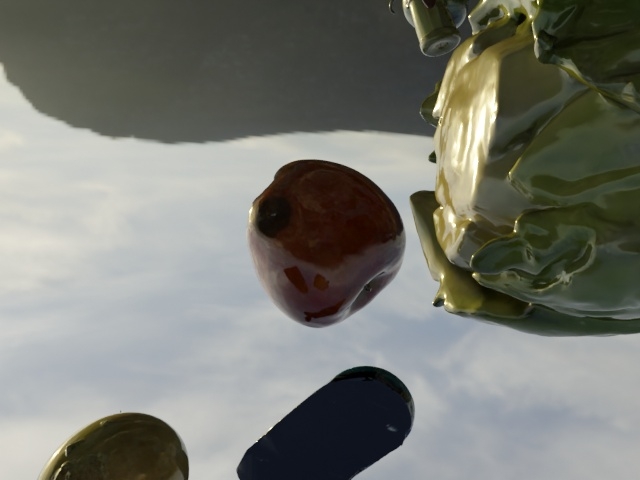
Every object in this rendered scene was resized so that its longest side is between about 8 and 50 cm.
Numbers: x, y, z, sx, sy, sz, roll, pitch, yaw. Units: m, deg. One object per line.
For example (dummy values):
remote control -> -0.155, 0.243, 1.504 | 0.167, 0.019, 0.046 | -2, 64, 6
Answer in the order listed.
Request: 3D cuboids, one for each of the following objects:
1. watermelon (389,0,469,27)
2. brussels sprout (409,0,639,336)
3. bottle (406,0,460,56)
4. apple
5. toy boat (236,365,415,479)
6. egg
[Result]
watermelon -> 0.163, -0.349, 1.403 | 0.109, 0.108, 0.109 | 6, -166, -1
brussels sprout -> 0.294, -0.087, 0.875 | 0.361, 0.342, 0.425 | 7, 165, -9
bottle -> 0.124, -0.265, 1.107 | 0.047, 0.101, 0.063 | -11, 161, -14
apple -> 0.000, 0.000, 1.335 | 0.230, 0.229, 0.230 | 6, -166, -1
toy boat -> 0.014, 0.265, 1.360 | 0.134, 0.299, 0.092 | 45, -151, -5
egg -> -0.242, 0.290, 1.120 | 0.201, 0.164, 0.164 | -40, -143, -25
